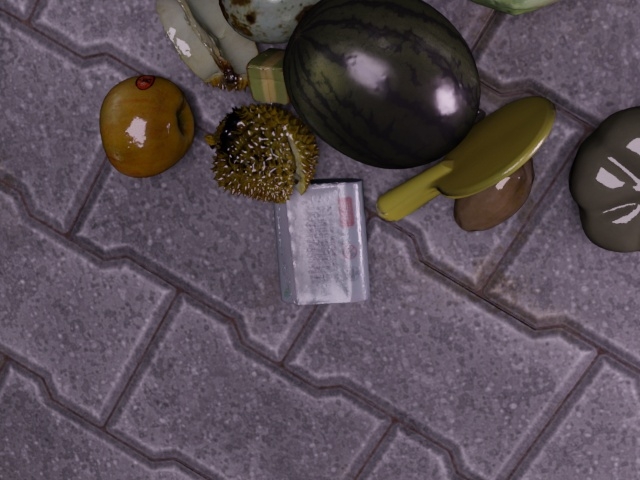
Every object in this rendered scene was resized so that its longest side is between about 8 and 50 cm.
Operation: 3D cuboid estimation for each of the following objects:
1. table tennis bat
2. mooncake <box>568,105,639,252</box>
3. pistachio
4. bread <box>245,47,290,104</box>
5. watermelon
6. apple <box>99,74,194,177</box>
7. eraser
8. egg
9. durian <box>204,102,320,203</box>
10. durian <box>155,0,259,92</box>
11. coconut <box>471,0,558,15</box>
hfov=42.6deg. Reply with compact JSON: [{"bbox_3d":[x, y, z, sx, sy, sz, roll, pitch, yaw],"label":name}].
[{"bbox_3d":[0.245,-0.127,1.417,0.368,0.224,0.054,-30,115,33],"label":"table tennis bat"},{"bbox_3d":[0.553,-0.095,1.377,0.275,0.135,0.275,6,111,15],"label":"mooncake"},{"bbox_3d":[0.304,-0.091,1.455,0.126,0.108,0.185,44,113,29],"label":"pistachio"},{"bbox_3d":[-0.075,-0.317,1.435,0.074,0.139,0.084,8,146,10],"label":"bread"},{"bbox_3d":[0.113,-0.258,1.350,0.359,0.279,0.279,24,108,-33],"label":"watermelon"},{"bbox_3d":[-0.311,-0.208,1.486,0.155,0.182,0.182,-9,101,9],"label":"apple"},{"bbox_3d":[0.000,0.000,1.532,0.174,0.081,0.227,-2,103,13],"label":"eraser"},{"bbox_3d":[-0.061,-0.426,1.402,0.231,0.169,0.169,-9,101,8],"label":"egg"},{"bbox_3d":[-0.127,-0.173,1.458,0.237,0.138,0.193,13,78,26],"label":"durian"},{"bbox_3d":[-0.211,-0.362,1.455,0.144,0.139,0.252,-24,98,17],"label":"durian"},{"bbox_3d":[0.339,-0.517,1.264,0.328,0.281,0.328,2,103,11],"label":"coconut"}]
